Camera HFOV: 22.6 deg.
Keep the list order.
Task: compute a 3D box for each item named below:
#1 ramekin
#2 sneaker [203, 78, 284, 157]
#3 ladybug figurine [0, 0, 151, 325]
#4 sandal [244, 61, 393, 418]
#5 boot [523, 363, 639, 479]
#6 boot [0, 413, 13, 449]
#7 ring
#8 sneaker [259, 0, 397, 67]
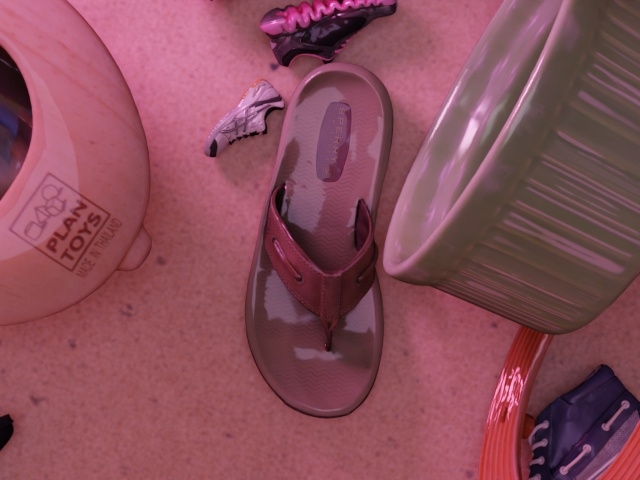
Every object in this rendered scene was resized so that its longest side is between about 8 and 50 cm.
[{"bbox_3d":[0.185,-0.074,1.247,0.148,0.303,0.303,27,90,-7],"label":"ramekin"},{"bbox_3d":[-0.065,-0.099,1.374,0.037,0.032,0.083,42,91,0],"label":"sneaker"},{"bbox_3d":[-0.333,-0.102,1.309,0.449,0.162,0.305,35,90,1],"label":"ladybug figurine"},{"bbox_3d":[-0.001,-0.001,1.346,0.120,0.086,0.303,3,90,0],"label":"sandal"},{"bbox_3d":[0.197,0.192,1.363,0.190,0.069,0.086,-38,83,-8],"label":"boot"},{"bbox_3d":[-0.295,0.216,1.369,0.121,0.045,0.099,-29,88,7],"label":"boot"},{"bbox_3d":[0.217,0.107,1.229,0.032,0.336,0.337,25,90,-14],"label":"ring"},{"bbox_3d":[0.010,-0.181,1.374,0.119,0.047,0.057,-14,112,1],"label":"sneaker"}]
